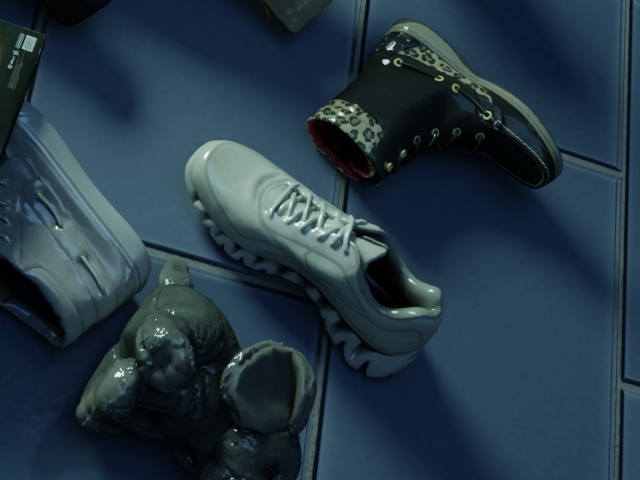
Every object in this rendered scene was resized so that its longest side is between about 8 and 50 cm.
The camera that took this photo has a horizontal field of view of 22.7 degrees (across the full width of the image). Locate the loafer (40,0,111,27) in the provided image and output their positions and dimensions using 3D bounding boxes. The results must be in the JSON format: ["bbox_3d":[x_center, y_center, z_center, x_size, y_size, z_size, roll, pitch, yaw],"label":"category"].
[{"bbox_3d":[-0.297,-0.283,1.522,0.220,0.078,0.080,44,35,0],"label":"loafer"}]

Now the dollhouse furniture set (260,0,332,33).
[{"bbox_3d":[0.002,-0.383,1.677,0.301,0.151,0.197,-42,114,-6],"label":"dollhouse furniture set"}]

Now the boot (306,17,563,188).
[{"bbox_3d":[0.116,-0.100,1.640,0.236,0.085,0.178,42,59,4],"label":"boot"}]

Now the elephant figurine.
[{"bbox_3d":[-0.081,0.162,1.397,0.239,0.169,0.186,36,89,-11],"label":"elephant figurine"}]

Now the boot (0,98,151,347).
[{"bbox_3d":[-0.272,-0.028,1.411,0.258,0.095,0.123,47,50,-1],"label":"boot"}]

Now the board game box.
[{"bbox_3d":[-0.322,-0.120,1.369,0.126,0.026,0.186,19,58,-8],"label":"board game box"}]

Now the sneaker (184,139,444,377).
[{"bbox_3d":[0.000,0.000,1.520,0.292,0.118,0.110,41,59,-2],"label":"sneaker"}]
